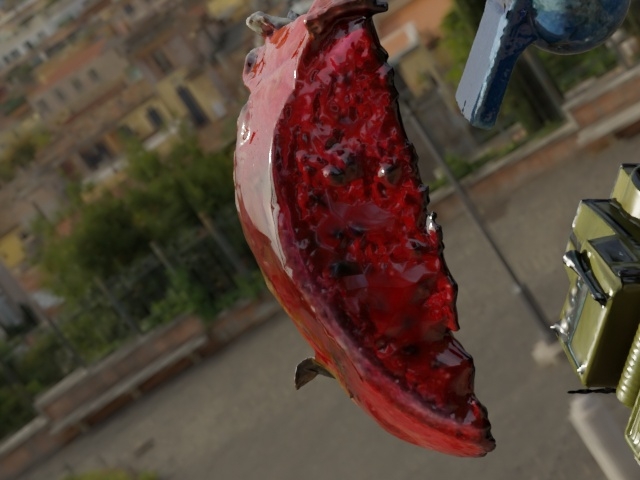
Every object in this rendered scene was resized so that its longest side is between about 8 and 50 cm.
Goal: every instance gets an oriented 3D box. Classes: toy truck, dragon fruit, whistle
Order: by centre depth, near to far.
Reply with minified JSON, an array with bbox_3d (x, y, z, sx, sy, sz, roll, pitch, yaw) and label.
[{"bbox_3d":[0.205,0.059,0.828,0.127,0.127,0.257,3,33,-12],"label":"toy truck"},{"bbox_3d":[0.152,-0.143,0.929,0.090,0.090,0.158,-77,3,-66],"label":"whistle"},{"bbox_3d":[0.000,0.000,1.049,0.100,0.344,0.282,-20,7,-16],"label":"dragon fruit"}]
